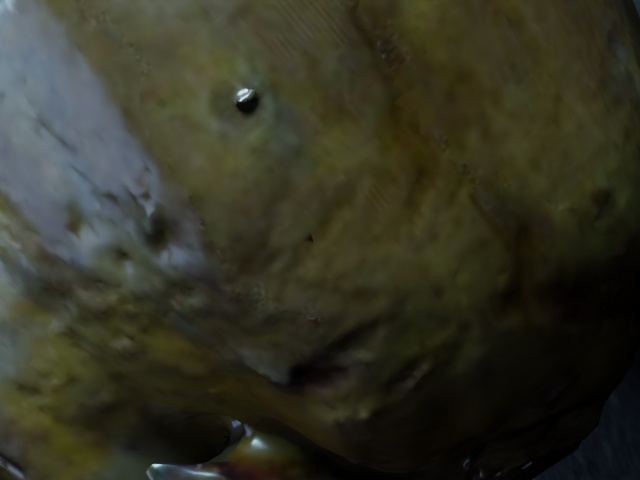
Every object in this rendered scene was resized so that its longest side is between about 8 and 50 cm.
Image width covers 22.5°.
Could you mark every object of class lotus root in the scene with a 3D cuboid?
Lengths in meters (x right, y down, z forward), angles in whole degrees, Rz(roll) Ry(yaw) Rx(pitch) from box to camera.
[{"bbox_3d":[0.000,0.000,0.485,0.192,0.272,0.272,57,164,8],"label":"lotus root"}]
